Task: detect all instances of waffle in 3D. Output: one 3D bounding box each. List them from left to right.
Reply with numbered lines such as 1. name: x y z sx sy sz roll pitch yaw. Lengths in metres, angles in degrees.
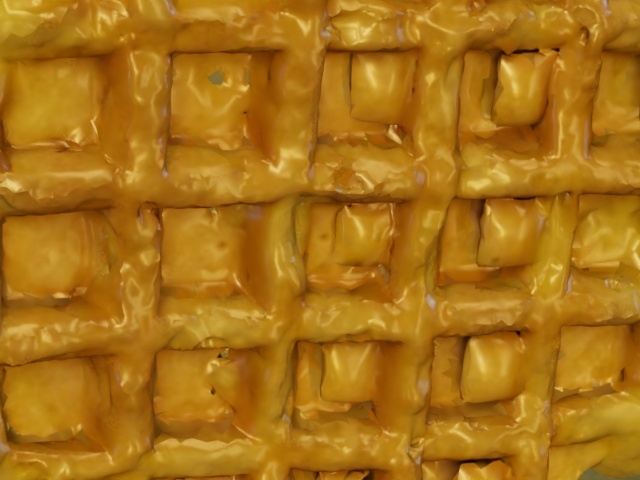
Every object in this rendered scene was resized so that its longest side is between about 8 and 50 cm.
1. waffle: -0.001 -0.002 0.524 0.262 0.060 0.280 -41 121 2
